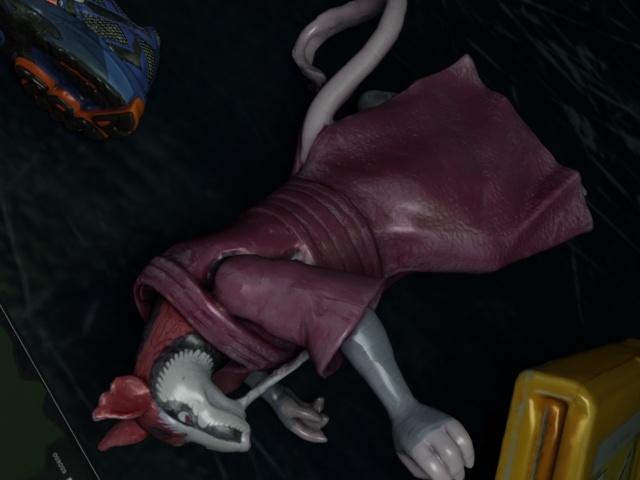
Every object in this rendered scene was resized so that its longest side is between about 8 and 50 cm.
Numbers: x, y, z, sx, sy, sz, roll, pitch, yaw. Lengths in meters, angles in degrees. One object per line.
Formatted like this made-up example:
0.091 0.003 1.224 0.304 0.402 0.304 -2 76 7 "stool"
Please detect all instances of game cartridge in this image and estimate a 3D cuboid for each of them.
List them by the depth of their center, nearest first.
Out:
0.171 0.215 0.746 0.324 0.053 0.285 2 100 -63 "game cartridge"

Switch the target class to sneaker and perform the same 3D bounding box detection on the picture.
-0.192 -0.163 0.707 0.221 0.083 0.087 46 47 -23 "sneaker"

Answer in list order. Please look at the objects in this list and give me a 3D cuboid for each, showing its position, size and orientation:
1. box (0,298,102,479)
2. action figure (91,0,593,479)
-0.226 0.075 0.570 0.103 0.184 0.261 -32 99 -30 "box"
0.000 0.000 0.690 0.370 0.248 0.275 -31 98 -35 "action figure"
